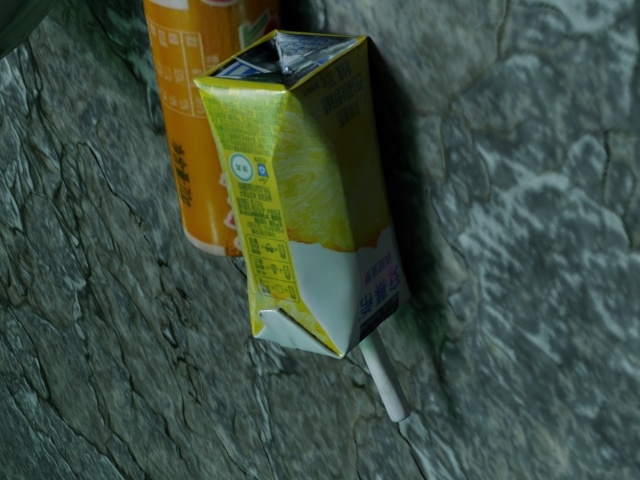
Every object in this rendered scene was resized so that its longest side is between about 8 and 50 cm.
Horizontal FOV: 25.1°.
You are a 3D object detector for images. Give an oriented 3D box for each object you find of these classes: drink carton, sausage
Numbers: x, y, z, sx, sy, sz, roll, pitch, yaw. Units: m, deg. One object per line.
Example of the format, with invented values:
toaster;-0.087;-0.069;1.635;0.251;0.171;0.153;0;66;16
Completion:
drink carton;0.000;0.000;0.714;0.074;0.084;0.200;10;124;34
sausage;-0.052;-0.102;0.734;0.071;0.071;0.234;41;147;44

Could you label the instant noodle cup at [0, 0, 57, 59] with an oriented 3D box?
instant noodle cup;-0.287;-0.239;0.855;0.221;0.311;0.311;39;147;26
